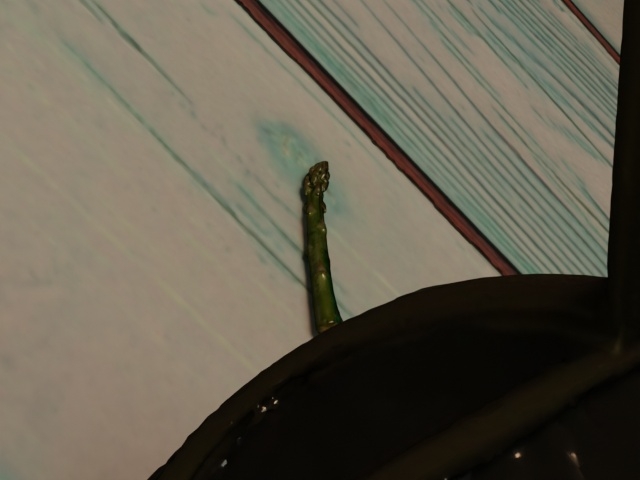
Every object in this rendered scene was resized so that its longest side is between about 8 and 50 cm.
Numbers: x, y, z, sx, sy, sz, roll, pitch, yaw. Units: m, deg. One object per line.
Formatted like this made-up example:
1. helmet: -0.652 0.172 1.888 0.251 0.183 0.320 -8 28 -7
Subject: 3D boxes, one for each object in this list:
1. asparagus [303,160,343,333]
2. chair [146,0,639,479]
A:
1. asparagus: 0.000 0.000 0.738 0.015 0.014 0.114 32 37 -34
2. chair: 0.040 0.068 0.286 0.362 0.364 0.410 55 -8 28
